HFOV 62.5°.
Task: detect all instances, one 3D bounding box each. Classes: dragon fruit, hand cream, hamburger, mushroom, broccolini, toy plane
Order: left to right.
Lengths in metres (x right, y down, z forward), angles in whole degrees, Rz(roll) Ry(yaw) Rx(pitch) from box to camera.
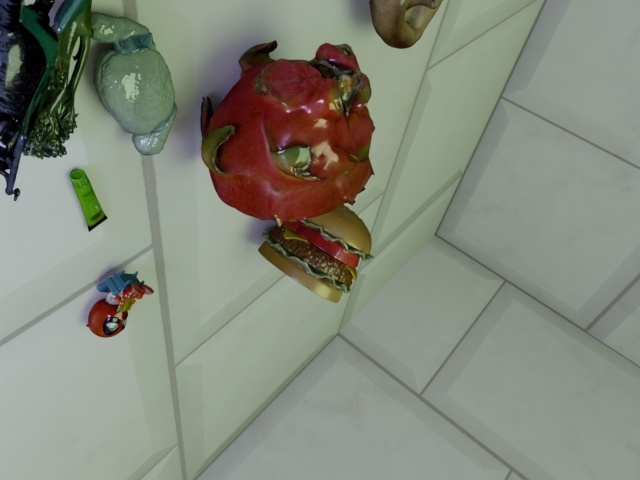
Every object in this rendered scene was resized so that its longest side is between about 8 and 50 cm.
[{"bbox_3d":[-0.251,-0.150,0.411,0.382,0.107,0.155,-26,-137,54],"label":"toy plane"},{"bbox_3d":[-0.262,-0.264,0.548,0.079,0.074,0.391,-2,125,-45],"label":"broccolini"},{"bbox_3d":[-0.343,-0.058,0.779,0.036,0.023,0.121,-47,163,-30],"label":"hand cream"},{"bbox_3d":[-0.050,-0.196,0.858,0.305,0.306,0.225,-41,149,-33],"label":"dragon fruit"},{"bbox_3d":[0.000,0.000,1.298,0.212,0.275,0.274,-57,161,2],"label":"hamburger"},{"bbox_3d":[0.186,-0.521,1.054,0.278,0.146,0.278,-51,155,-35],"label":"mushroom"}]

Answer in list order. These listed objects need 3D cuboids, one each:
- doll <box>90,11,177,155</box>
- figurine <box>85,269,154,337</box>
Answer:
[{"bbox_3d":[-0.241,-0.201,0.694,0.103,0.072,0.214,-42,148,-22],"label":"doll"},{"bbox_3d":[-0.368,0.116,0.938,0.140,0.075,0.068,-48,164,13],"label":"figurine"}]
